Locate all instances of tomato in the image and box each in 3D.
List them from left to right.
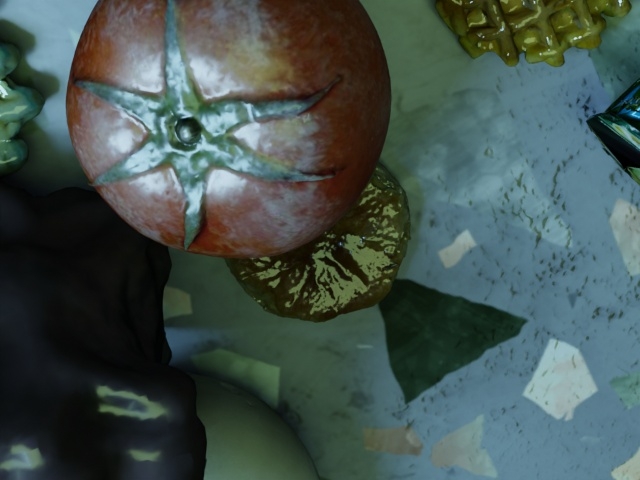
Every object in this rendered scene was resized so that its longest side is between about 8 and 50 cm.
[{"bbox_3d":[-0.068,-0.119,0.784,0.265,0.265,0.264,-2,111,-4],"label":"tomato"}]

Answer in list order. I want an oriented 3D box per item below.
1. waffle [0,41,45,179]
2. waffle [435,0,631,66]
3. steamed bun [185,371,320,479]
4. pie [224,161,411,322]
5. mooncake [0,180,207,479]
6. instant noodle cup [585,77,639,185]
[{"bbox_3d":[-0.419,-0.114,0.852,0.292,0.056,0.309,30,107,-15],"label":"waffle"},{"bbox_3d":[0.189,-0.283,0.840,0.249,0.056,0.253,27,108,-14],"label":"waffle"},{"bbox_3d":[-0.152,0.303,0.960,0.325,0.206,0.324,-1,112,-3],"label":"steamed bun"},{"bbox_3d":[0.000,0.000,0.939,0.195,0.046,0.195,-2,113,-5],"label":"pie"},{"bbox_3d":[-0.261,0.108,0.756,0.351,0.381,0.212,-8,130,-25],"label":"mooncake"},{"bbox_3d":[0.391,-0.106,0.847,0.240,0.240,0.178,39,96,-17],"label":"instant noodle cup"}]
